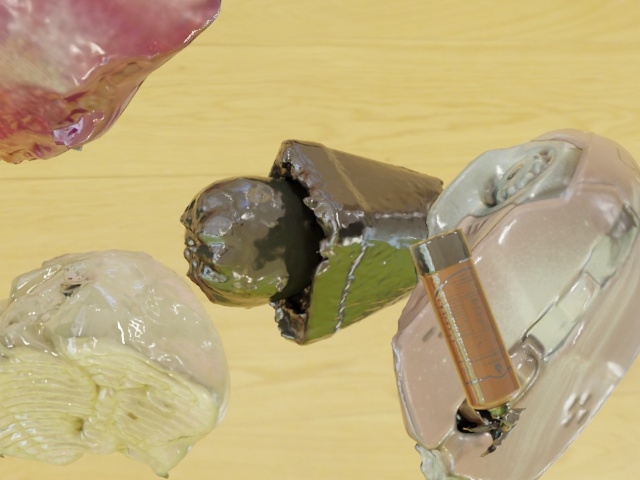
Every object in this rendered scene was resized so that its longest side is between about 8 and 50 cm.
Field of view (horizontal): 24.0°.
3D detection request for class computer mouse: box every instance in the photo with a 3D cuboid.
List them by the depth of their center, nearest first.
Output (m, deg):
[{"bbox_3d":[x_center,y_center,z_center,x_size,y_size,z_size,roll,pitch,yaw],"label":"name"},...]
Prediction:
[{"bbox_3d":[0.163,0.053,1.147,0.199,0.115,0.389,42,58,-12],"label":"computer mouse"}]

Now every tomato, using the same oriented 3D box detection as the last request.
[{"bbox_3d":[-0.165,-0.197,0.790,0.176,0.289,0.335,26,52,-30],"label":"tomato"}]

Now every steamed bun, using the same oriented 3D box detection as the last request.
[{"bbox_3d":[-0.254,0.126,1.708,0.320,0.206,0.275,6,136,1],"label":"steamed bun"}]

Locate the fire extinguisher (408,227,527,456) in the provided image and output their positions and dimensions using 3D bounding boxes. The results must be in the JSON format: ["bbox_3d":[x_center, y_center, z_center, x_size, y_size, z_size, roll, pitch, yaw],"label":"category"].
[{"bbox_3d":[0.055,0.038,0.565,0.028,0.022,0.083,-21,92,-23],"label":"fire extinguisher"}]

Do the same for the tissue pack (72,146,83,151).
[{"bbox_3d":[-0.305,-0.152,1.536,0.156,0.112,0.051,15,58,-13],"label":"tissue pack"}]

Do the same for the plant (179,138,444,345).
[{"bbox_3d":[0.000,0.000,1.375,0.256,0.142,0.164,-5,135,-20],"label":"plant"}]
